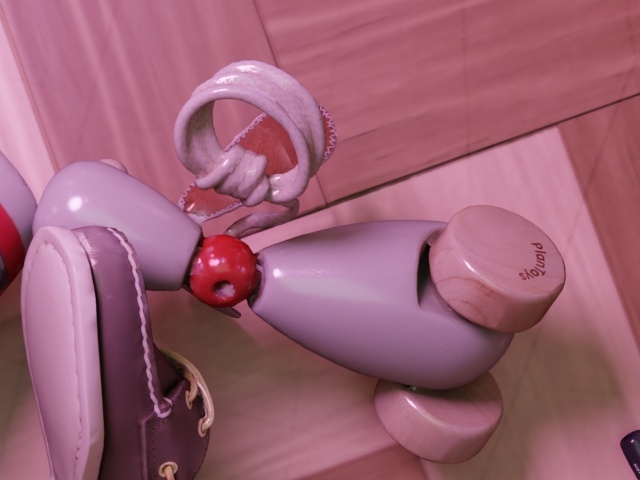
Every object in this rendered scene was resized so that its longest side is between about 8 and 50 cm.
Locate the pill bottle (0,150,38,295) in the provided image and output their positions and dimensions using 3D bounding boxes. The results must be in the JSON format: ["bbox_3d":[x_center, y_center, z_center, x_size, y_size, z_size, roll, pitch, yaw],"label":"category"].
[{"bbox_3d":[-0.326,0.059,1.160,0.176,0.176,0.318,37,65,-1],"label":"pill bottle"}]

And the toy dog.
[{"bbox_3d":[0.000,0.000,1.236,0.333,0.161,0.220,37,119,-22],"label":"toy dog"}]

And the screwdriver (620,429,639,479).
[{"bbox_3d":[0.251,0.203,1.314,0.025,0.024,0.170,-27,95,24],"label":"screwdriver"}]

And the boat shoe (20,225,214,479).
[{"bbox_3d":[-0.117,0.121,1.185,0.096,0.116,0.324,-14,126,-19],"label":"boat shoe"}]
